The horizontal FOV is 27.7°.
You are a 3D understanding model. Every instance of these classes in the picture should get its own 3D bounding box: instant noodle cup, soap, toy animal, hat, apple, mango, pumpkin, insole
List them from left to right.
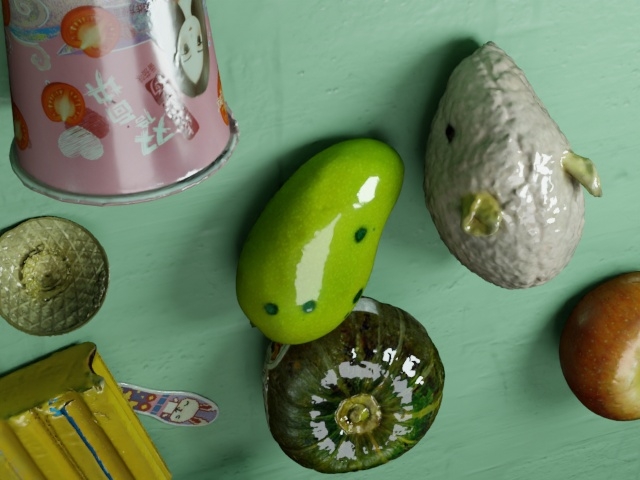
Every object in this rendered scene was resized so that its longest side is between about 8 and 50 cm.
[{"bbox_3d":[-0.331,0.044,1.578,0.146,0.067,0.146,0,89,-13],"label":"hat"},{"bbox_3d":[-0.336,0.292,1.764,0.204,0.096,0.324,-21,134,-2],"label":"soap"},{"bbox_3d":[-0.209,-0.192,1.307,0.243,0.243,0.231,-12,127,-14],"label":"instant noodle cup"},{"bbox_3d":[-0.224,0.230,1.828,0.197,0.004,0.065,19,120,-36],"label":"insole"},{"bbox_3d":[0.000,0.000,1.635,0.175,0.143,0.293,18,110,-37],"label":"mango"},{"bbox_3d":[0.044,0.193,1.802,0.260,0.189,0.260,-1,116,-1],"label":"pumpkin"},{"bbox_3d":[0.230,-0.054,1.621,0.188,0.226,0.358,-22,134,-4],"label":"toy animal"},{"bbox_3d":[0.463,0.152,1.956,0.210,0.173,0.235,32,103,-36],"label":"apple"}]
